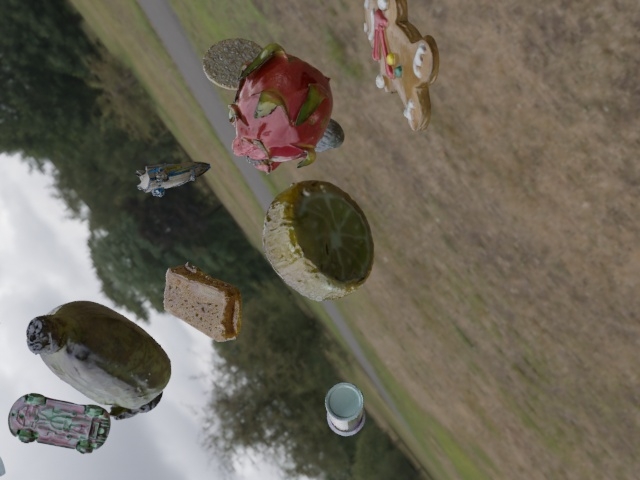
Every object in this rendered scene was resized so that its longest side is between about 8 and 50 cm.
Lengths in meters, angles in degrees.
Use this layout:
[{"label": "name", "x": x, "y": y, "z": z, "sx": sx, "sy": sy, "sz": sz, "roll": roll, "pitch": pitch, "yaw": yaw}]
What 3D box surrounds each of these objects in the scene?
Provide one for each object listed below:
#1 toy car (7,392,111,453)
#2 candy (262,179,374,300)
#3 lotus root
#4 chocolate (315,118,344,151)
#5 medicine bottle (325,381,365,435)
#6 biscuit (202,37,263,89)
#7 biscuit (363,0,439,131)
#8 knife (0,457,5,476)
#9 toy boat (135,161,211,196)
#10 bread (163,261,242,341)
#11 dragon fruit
[{"label": "toy car", "x": -0.375, "y": 0.261, "z": 1.213, "sx": 0.142, "sy": 0.069, "sz": 0.055, "roll": 13, "pitch": 179, "yaw": -8}, {"label": "candy", "x": 0.000, "y": 0.000, "z": 1.736, "sx": 0.118, "sy": 0.260, "sz": 0.260, "roll": -26, "pitch": 105, "yaw": 41}, {"label": "lotus root", "x": -0.371, "y": 0.191, "z": 1.420, "sx": 0.173, "sy": 0.173, "sz": 0.309, "roll": 48, "pitch": 177, "yaw": 38}, {"label": "chocolate", "x": -0.052, "y": -0.317, "z": 2.504, "sx": 0.110, "sy": 0.248, "sz": 0.110, "roll": 177, "pitch": 90, "yaw": -86}, {"label": "medicine bottle", "x": 0.062, "y": 0.430, "z": 2.155, "sx": 0.108, "sy": 0.108, "sz": 0.426, "roll": 51, "pitch": 171, "yaw": 15}, {"label": "biscuit", "x": -0.181, "y": -0.381, "z": 1.817, "sx": 0.152, "sy": 0.152, "sz": 0.020, "roll": 50, "pitch": 158, "yaw": 22}, {"label": "biscuit", "x": 0.130, "y": -0.353, "z": 1.547, "sx": 0.216, "sy": 0.047, "sz": 0.340, "roll": 94, "pitch": 161, "yaw": -48}, {"label": "knife", "x": -0.911, "y": 0.511, "z": 2.124, "sx": 0.331, "sy": 0.080, "sz": 0.044, "roll": 44, "pitch": 176, "yaw": -40}, {"label": "toy boat", "x": -0.363, "y": -0.166, "z": 2.120, "sx": 0.066, "sy": 0.210, "sz": 0.084, "roll": 56, "pitch": 139, "yaw": 20}, {"label": "bread", "x": -0.270, "y": 0.135, "z": 1.938, "sx": 0.077, "sy": 0.139, "sz": 0.271, "roll": 0, "pitch": -169, "yaw": -38}, {"label": "dragon fruit", "x": -0.084, "y": -0.261, "z": 1.704, "sx": 0.224, "sy": 0.227, "sz": 0.224, "roll": 22, "pitch": 159, "yaw": 9}]
